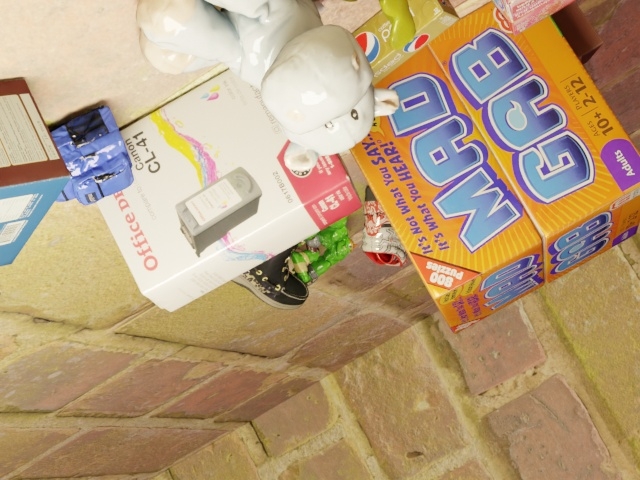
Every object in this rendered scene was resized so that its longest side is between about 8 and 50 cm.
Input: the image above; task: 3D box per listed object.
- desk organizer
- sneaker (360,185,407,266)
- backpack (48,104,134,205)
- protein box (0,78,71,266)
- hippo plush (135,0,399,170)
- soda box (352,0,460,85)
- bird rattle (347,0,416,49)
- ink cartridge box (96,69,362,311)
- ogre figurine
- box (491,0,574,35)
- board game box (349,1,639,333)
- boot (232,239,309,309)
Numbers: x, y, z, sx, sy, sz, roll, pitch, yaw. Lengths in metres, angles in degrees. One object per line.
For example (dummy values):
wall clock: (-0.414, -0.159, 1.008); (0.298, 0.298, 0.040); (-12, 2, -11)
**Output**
desk organizer: (0.375, -0.329, 1.791); (0.050, 0.130, 0.047); (-31, 163, 3)
sneaker: (0.157, -0.018, 2.315); (0.090, 0.145, 0.270); (4, 175, 28)
backpack: (-0.297, -0.097, 1.450); (0.120, 0.101, 0.098); (-22, 156, -9)
protein box: (-0.421, -0.058, 1.293); (0.201, 0.136, 0.200); (-14, 158, -42)
hippo plush: (-0.058, -0.190, 1.309); (0.234, 0.236, 0.294); (-28, 164, -4)
soda box: (0.097, -0.278, 1.612); (0.181, 0.061, 0.058); (-36, 162, 25)
bird rattle: (0.131, -0.362, 1.395); (0.253, 0.143, 0.207); (-49, 169, 21)
ink cartridge box: (-0.132, -0.078, 1.550); (0.306, 0.226, 0.131); (-29, 163, 0)
ogre figurine: (0.000, 0.000, 2.237); (0.118, 0.097, 0.197); (-24, 122, -20)
box: (0.325, -0.395, 1.516); (0.257, 0.128, 0.122); (-30, 163, 4)
board game box: (0.267, -0.112, 1.866); (0.356, 0.356, 0.356); (-30, 163, 4)
boot: (-0.062, 0.026, 2.127); (0.178, 0.085, 0.236); (-39, 133, 23)
